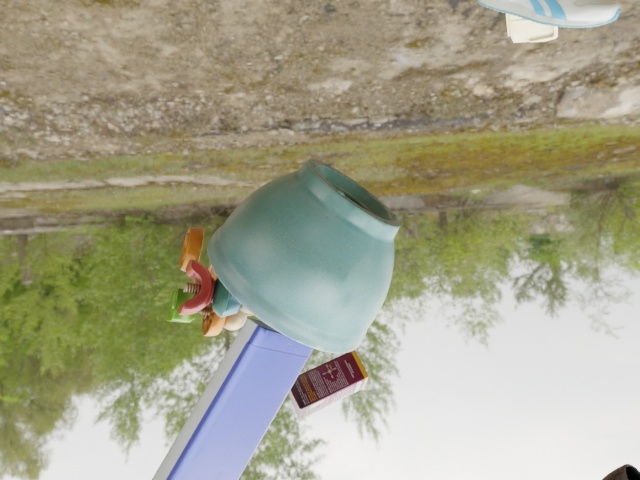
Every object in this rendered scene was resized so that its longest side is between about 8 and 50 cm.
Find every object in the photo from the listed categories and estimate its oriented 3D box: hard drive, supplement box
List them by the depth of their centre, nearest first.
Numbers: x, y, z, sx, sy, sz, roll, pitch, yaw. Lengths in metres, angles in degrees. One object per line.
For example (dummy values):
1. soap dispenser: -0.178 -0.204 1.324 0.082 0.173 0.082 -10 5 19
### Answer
1. hard drive: -0.139 0.291 0.860 0.040 0.319 0.210 29 177 29
2. supplement box: 0.016 0.361 1.289 0.188 0.081 0.104 -21 152 -15

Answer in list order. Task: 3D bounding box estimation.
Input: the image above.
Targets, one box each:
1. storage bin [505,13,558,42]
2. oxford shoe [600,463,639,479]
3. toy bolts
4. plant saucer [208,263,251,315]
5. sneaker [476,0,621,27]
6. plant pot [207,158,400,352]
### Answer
1. storage bin: 0.535 -0.674 1.262 0.123 0.263 0.260 6 160 26
2. oxford shoe: 0.395 0.355 0.515 0.096 0.099 0.271 -2 -149 -36
3. toy bolts: -0.197 0.085 1.025 0.158 0.219 0.228 13 169 -21
4. plant saucer: -0.197 0.097 1.358 0.199 0.200 0.037 -3 -178 -10
5. sneaker: 0.372 -0.407 0.836 0.228 0.092 0.087 27 -142 22
6. plant pot: 0.000 0.000 0.801 0.292 0.196 0.293 32 -162 -11
